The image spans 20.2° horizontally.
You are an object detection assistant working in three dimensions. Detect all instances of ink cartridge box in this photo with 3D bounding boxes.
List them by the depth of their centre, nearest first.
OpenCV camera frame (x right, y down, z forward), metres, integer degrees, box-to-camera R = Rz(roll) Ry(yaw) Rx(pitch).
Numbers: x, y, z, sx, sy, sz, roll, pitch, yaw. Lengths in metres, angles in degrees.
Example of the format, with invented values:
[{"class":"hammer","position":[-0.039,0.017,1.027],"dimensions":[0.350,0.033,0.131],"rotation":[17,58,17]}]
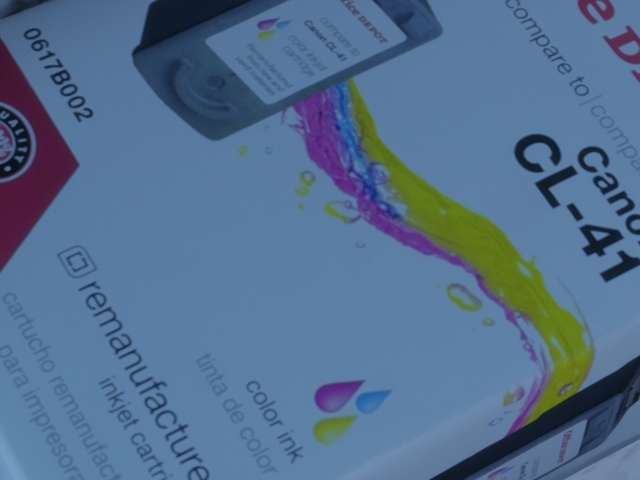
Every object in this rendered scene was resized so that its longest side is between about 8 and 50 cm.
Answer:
[{"class":"ink cartridge box","position":[0.000,0.000,0.677],"dimensions":[0.306,0.226,0.131],"rotation":[-26,155,-17]}]
